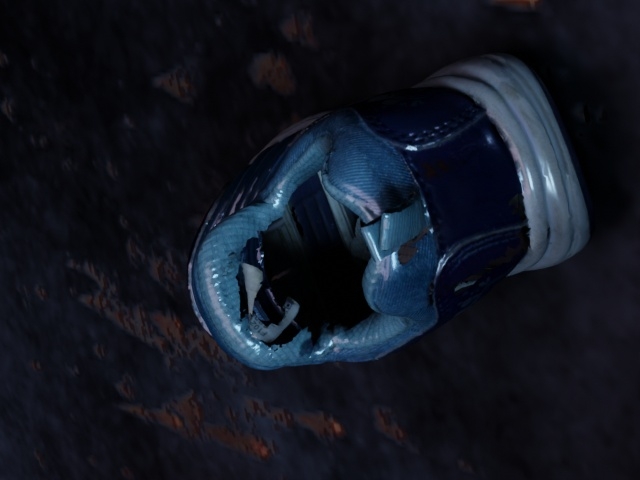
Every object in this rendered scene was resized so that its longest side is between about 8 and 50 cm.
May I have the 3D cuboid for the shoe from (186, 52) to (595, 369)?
[{"bbox_3d":[0.000,0.000,0.643,0.207,0.106,0.092,-25,88,60],"label":"shoe"}]
